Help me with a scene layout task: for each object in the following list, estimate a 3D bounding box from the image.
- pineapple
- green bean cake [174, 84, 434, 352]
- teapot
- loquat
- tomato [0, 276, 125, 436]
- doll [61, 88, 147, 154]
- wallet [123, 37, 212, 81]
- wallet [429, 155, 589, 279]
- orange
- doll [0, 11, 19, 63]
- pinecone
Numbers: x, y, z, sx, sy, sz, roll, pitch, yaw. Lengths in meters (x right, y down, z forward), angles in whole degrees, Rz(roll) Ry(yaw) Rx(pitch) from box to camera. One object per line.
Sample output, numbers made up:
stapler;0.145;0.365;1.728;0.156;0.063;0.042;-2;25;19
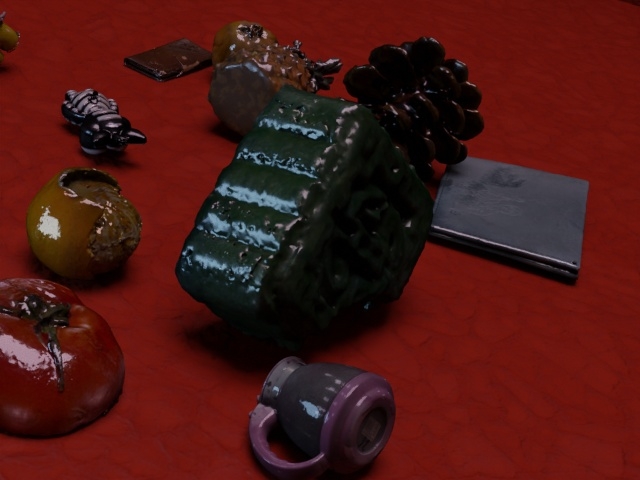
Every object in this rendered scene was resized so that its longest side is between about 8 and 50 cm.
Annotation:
pineapple;-0.063;-0.284;2.177;0.169;0.169;0.340;23;26;15
green bean cake;0.000;0.000;1.595;0.169;0.300;0.308;18;-16;35
teapot;-0.005;0.200;1.392;0.146;0.148;0.116;21;-10;36
loquat;-0.136;-0.344;2.278;0.137;0.137;0.113;12;62;-5
tomato;-0.324;0.110;1.389;0.227;0.101;0.228;13;25;-6
doll;-0.348;-0.185;1.953;0.091;0.067;0.219;-5;28;-27
wallet;-0.275;-0.338;2.308;0.095;0.026;0.176;29;32;21
wallet;0.308;-0.046;2.023;0.251;0.054;0.290;14;33;8
orange;-0.305;-0.024;1.610;0.156;0.134;0.157;3;37;-2
doll;-0.601;-0.378;2.035;0.135;0.221;0.143;31;76;30
pinecone;0.125;-0.200;2.035;0.244;0.244;0.309;27;43;23
